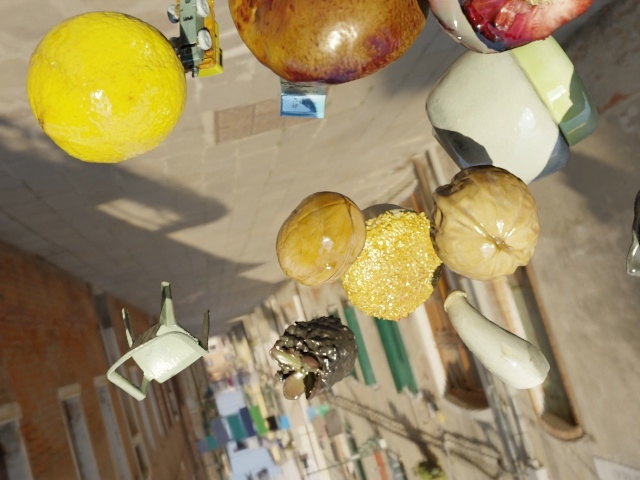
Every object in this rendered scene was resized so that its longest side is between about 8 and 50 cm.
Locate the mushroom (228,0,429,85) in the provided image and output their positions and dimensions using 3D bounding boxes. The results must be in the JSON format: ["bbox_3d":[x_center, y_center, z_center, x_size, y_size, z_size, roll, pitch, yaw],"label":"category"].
[{"bbox_3d":[0.020,-0.381,1.258,0.345,0.345,0.260,-17,143,-2],"label":"mushroom"}]

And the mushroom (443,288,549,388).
[{"bbox_3d":[0.369,0.214,1.606,0.103,0.270,0.118,-49,172,24],"label":"mushroom"}]

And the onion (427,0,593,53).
[{"bbox_3d":[0.279,-0.414,1.092,0.272,0.195,0.272,-3,140,-2],"label":"onion"}]

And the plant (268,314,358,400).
[{"bbox_3d":[-0.026,0.299,1.873,0.234,0.204,0.178,-27,145,-40],"label":"plant"}]

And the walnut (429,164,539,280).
[{"bbox_3d":[0.279,-0.034,1.290,0.213,0.213,0.213,-17,175,-2],"label":"walnut"}]

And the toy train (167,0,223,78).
[{"bbox_3d":[-0.267,-0.448,1.630,0.089,0.219,0.127,-8,167,17],"label":"toy train"}]

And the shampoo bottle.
[{"bbox_3d":[0.394,-0.271,1.585,0.317,0.322,0.322,-29,171,16],"label":"shampoo bottle"}]

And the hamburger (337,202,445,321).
[{"bbox_3d":[0.170,0.051,1.778,0.294,0.179,0.276,34,93,-40],"label":"hamburger"}]

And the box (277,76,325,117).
[{"bbox_3d":[-0.066,-0.480,2.460,0.142,0.083,0.232,3,-153,-7],"label":"box"}]

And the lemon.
[{"bbox_3d":[-0.382,-0.275,1.339,0.293,0.293,0.293,-17,175,-2],"label":"lemon"}]

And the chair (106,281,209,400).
[{"bbox_3d":[-0.375,0.235,1.709,0.203,0.190,0.275,-35,-151,7],"label":"chair"}]

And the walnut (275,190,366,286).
[{"bbox_3d":[0.000,0.000,1.461,0.167,0.167,0.207,-10,143,-53],"label":"walnut"}]

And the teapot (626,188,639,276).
[{"bbox_3d":[0.605,-0.042,1.062,0.223,0.285,0.305,0,161,-9],"label":"teapot"}]
